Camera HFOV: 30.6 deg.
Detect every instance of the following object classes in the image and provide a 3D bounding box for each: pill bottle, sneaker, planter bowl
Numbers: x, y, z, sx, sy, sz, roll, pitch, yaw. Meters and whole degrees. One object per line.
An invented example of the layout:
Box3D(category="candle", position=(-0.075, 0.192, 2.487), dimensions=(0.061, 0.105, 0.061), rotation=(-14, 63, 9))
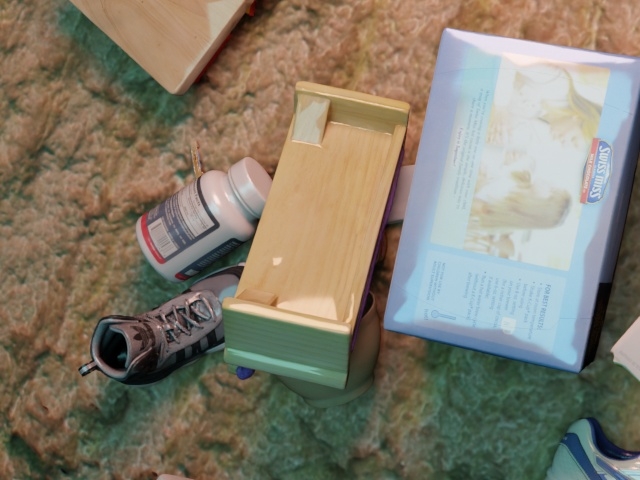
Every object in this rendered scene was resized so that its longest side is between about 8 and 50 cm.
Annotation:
Box3D(category="pill bottle", position=(-0.148, -0.031, 1.570), dimensions=(0.180, 0.108, 0.108), rotation=(-32, 77, 17))
Box3D(category="sneaker", position=(0.405, 0.295, 1.338), dimensions=(0.296, 0.112, 0.131), rotation=(18, 94, 20))
Box3D(category="planter bowl", position=(0.008, 0.143, 1.489), dimensions=(0.162, 0.162, 0.109), rotation=(-12, 111, 21))
Box3D(category="sneaker", position=(-0.198, 0.118, 1.559), dimensions=(0.268, 0.153, 0.101), rotation=(-33, 77, 17))

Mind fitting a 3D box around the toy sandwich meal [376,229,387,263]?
Box3D(category="toy sandwich meal", position=(0.046, 0.006, 1.526), dimensions=(0.085, 0.029, 0.086), rotation=(4, 104, 18))

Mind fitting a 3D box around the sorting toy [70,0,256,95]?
Box3D(category="sorting toy", position=(-0.192, -0.370, 1.612), dimensions=(0.257, 0.089, 0.255), rotation=(43, 102, 18))

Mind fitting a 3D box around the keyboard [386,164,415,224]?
Box3D(category="keyboard", position=(0.077, -0.056, 1.536), dimensions=(0.255, 0.014, 0.072), rotation=(-8, 80, 21))

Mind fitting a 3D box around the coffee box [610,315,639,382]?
Box3D(category="coffee box", position=(0.515, 0.098, 1.002), dimensions=(0.337, 0.338, 0.334), rotation=(44, 103, 27))

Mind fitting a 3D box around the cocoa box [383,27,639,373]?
Box3D(category="cocoa box", position=(0.233, -0.043, 1.349), dimensions=(0.231, 0.228, 0.347), rotation=(12, 92, 17))

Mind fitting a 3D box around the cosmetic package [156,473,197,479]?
Box3D(category="cosmetic package", position=(-0.143, 0.409, 1.491), dimensions=(0.086, 0.117, 0.231), rotation=(-58, 39, 13))

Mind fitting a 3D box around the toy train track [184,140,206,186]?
Box3D(category="toy train track", position=(-0.168, -0.098, 1.633), dimensions=(0.048, 0.014, 0.083), rotation=(-17, 76, 27))

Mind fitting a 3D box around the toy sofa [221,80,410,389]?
Box3D(category="toy sofa", position=(0.000, 0.000, 1.414), dimensions=(0.150, 0.177, 0.363), rotation=(12, 55, 7))
